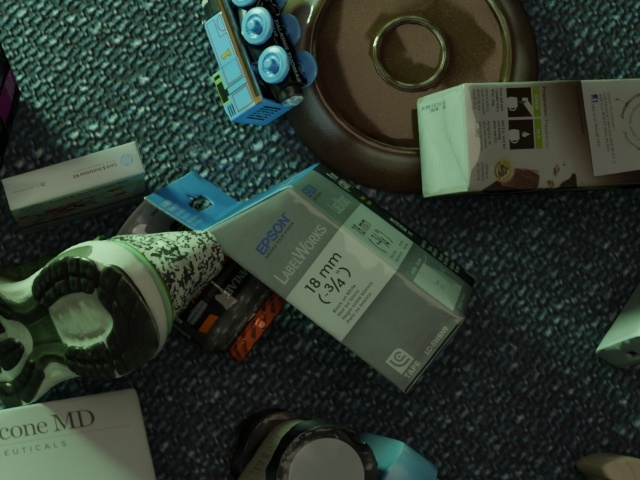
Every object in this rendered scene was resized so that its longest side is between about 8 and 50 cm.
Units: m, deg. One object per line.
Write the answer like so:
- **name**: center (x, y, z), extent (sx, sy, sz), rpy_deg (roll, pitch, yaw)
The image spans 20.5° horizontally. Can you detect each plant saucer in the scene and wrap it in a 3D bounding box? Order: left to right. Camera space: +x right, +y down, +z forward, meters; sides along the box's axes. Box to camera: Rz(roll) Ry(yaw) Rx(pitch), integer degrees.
- **plant saucer**: center (0.102, -0.210, 2.029), extent (0.311, 0.050, 0.310), rpy_deg (1, 81, -4)

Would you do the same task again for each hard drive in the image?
- **hard drive**: center (0.420, -0.003, 1.944), extent (0.040, 0.203, 0.307), rpy_deg (35, 80, 1)

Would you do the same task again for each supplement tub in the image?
- **supplement tub**: center (-0.135, 0.042, 1.932), extent (0.190, 0.117, 0.117), rpy_deg (36, 80, 1)

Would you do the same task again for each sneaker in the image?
- **sneaker**: center (-0.240, 0.064, 1.821), extent (0.182, 0.410, 0.158), rpy_deg (-29, 104, -39)

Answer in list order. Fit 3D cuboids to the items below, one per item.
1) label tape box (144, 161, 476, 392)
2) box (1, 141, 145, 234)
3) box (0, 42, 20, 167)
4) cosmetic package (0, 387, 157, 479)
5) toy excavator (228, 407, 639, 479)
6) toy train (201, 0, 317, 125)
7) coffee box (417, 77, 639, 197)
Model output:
- **label tape box**: center (0.000, 0.000, 1.881), extent (0.334, 0.240, 0.106), rpy_deg (37, 102, 1)
- **box**: center (-0.261, -0.054, 1.901), extent (0.145, 0.186, 0.038), rpy_deg (-16, 83, -8)
- **box**: center (-0.415, -0.127, 1.867), extent (0.142, 0.247, 0.163), rpy_deg (14, 80, -1)
- **cosmetic package**: center (-0.256, 0.398, 1.776), extent (0.230, 0.161, 0.453), rpy_deg (-9, 68, -19)
- **toy excavator**: center (0.112, 0.331, 1.888), extent (0.445, 0.222, 0.433), rpy_deg (38, 79, -13)
- **toy train**: center (-0.077, -0.222, 1.988), extent (0.105, 0.080, 0.184), rpy_deg (-31, 72, 30)
- **coffee box**: center (0.273, -0.112, 1.935), extent (0.297, 0.168, 0.118), rpy_deg (-3, 90, -13)
